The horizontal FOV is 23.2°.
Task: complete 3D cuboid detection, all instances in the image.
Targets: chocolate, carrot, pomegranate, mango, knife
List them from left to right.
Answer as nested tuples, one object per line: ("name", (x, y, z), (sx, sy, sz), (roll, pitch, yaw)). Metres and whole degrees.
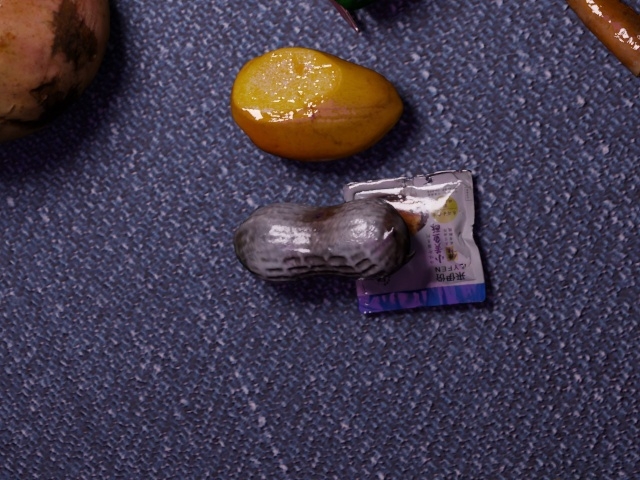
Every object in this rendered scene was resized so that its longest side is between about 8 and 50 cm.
("pomegranate", (-0.427, -0.273, 1.958), (0.322, 0.322, 0.322), (2, 98, 13))
("knife", (-0.023, -0.359, 1.968), (0.018, 0.035, 0.247), (-33, 84, -13))
("mango", (-0.002, -0.169, 1.958), (0.217, 0.102, 0.141), (0, 74, 11))
("chocolate", (0.000, 0.000, 1.960), (0.248, 0.110, 0.110), (-6, 96, 24))
("carrot", (0.332, -0.289, 1.886), (0.210, 0.061, 0.061), (46, 105, 9))

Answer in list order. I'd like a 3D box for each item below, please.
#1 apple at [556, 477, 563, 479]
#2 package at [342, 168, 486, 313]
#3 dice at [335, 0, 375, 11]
("apple", (0.229, 0.423, 1.897), (0.291, 0.254, 0.292), (3, 103, 14))
("package", (0.120, 0.002, 1.984), (0.171, 0.027, 0.173), (-7, 91, 15))
("dice", (0.048, -0.366, 1.908), (0.128, 0.120, 0.131), (-38, 85, 16))
